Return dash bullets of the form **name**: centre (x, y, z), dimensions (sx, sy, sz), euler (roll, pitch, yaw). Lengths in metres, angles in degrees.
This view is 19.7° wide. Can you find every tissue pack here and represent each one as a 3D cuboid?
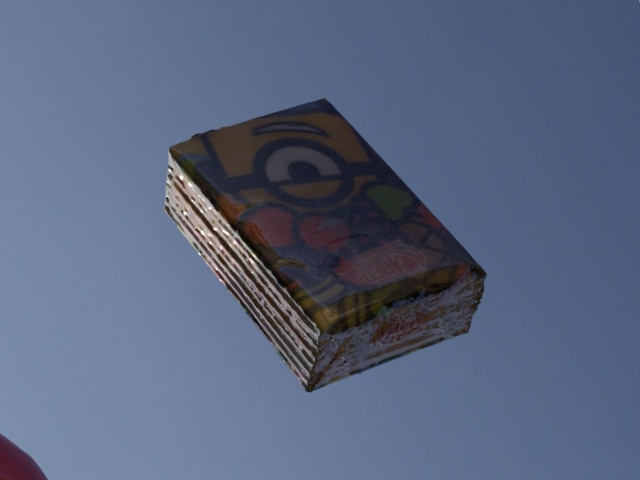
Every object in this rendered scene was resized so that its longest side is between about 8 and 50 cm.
- **tissue pack**: centre (0.000, 0.000, 0.961), dimensions (0.148, 0.109, 0.060), euler (49, -36, 31)

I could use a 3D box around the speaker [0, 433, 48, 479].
- **speaker**: centre (-0.370, 0.298, 1.631), dimensions (0.294, 0.294, 0.294), euler (5, -67, 12)
